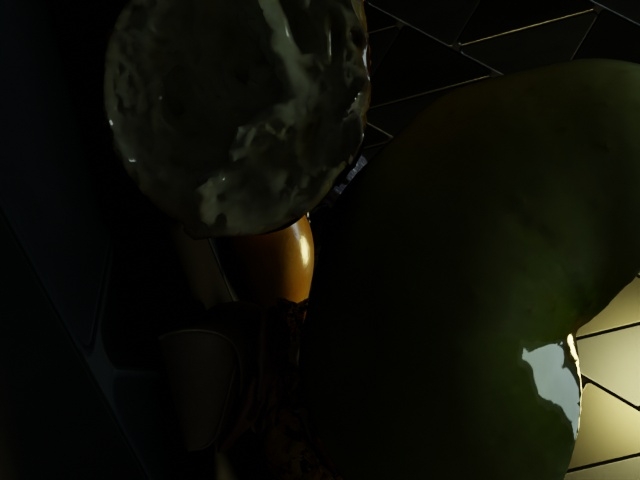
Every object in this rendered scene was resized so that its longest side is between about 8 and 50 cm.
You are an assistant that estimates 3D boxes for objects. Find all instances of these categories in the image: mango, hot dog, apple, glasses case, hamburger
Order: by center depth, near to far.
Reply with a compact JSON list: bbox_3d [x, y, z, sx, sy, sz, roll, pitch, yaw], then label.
[{"bbox_3d":[-0.054,0.099,0.683,0.193,0.070,0.103,-19,96,-85],"label":"glasses case"},{"bbox_3d":[-0.068,-0.184,0.716,0.365,0.196,0.367,-3,86,-86],"label":"hot dog"},{"bbox_3d":[0.130,0.046,0.716,0.360,0.320,0.312,-130,-166,-87],"label":"apple"},{"bbox_3d":[0.021,0.156,0.875,0.231,0.106,0.231,35,39,-36],"label":"hamburger"},{"bbox_3d":[-0.046,0.021,0.961,0.102,0.084,0.184,-108,-176,-47],"label":"mango"}]

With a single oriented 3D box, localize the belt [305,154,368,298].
[{"bbox_3d":[0.000,0.000,1.144,0.126,0.139,0.230,-70,164,-46],"label":"belt"}]
